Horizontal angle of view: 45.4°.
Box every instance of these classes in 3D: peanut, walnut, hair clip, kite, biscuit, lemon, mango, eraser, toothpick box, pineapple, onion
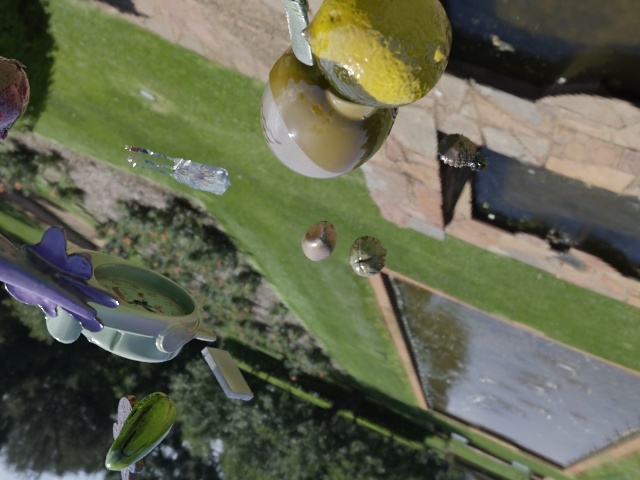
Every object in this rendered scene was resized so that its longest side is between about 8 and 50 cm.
[{"bbox_3d":[0.000,0.000,1.650,0.076,0.076,0.152,25,164,2],"label":"peanut"},{"bbox_3d":[0.097,0.033,1.566,0.092,0.092,0.092,24,167,6],"label":"walnut"},{"bbox_3d":[-0.401,0.026,1.020,0.278,0.137,0.090,28,-160,-27],"label":"hair clip"},{"bbox_3d":[-0.323,-0.161,1.736,0.245,0.015,0.141,17,153,-5],"label":"kite"},{"bbox_3d":[-0.469,0.491,1.889,0.039,0.236,0.180,-4,-151,-31],"label":"biscuit"},{"bbox_3d":[0.111,-0.342,1.328,0.254,0.228,0.228,29,169,24],"label":"lemon"},{"bbox_3d":[-0.324,0.351,1.389,0.074,0.165,0.091,46,147,-16],"label":"mango"},{"bbox_3d":[-0.238,0.341,1.961,0.150,0.023,0.104,54,-168,29],"label":"eraser"},{"bbox_3d":[0.037,-0.417,2.293,0.409,0.409,0.425,27,149,-4],"label":"toothpick box"},{"bbox_3d":[0.314,-0.183,1.639,0.074,0.074,0.159,16,-178,36],"label":"pineapple"},{"bbox_3d":[-0.715,-0.304,1.674,0.160,0.159,0.194,22,133,14],"label":"onion"}]

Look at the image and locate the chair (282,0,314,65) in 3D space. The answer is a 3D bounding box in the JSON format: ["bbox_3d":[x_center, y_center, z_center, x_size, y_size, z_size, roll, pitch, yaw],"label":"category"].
[{"bbox_3d":[-0.024,-0.591,1.765,0.160,0.186,0.319,53,172,46],"label":"chair"}]

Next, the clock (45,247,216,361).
[{"bbox_3d":[-0.367,0.137,1.501,0.324,0.108,0.265,21,-168,-25],"label":"clock"}]
